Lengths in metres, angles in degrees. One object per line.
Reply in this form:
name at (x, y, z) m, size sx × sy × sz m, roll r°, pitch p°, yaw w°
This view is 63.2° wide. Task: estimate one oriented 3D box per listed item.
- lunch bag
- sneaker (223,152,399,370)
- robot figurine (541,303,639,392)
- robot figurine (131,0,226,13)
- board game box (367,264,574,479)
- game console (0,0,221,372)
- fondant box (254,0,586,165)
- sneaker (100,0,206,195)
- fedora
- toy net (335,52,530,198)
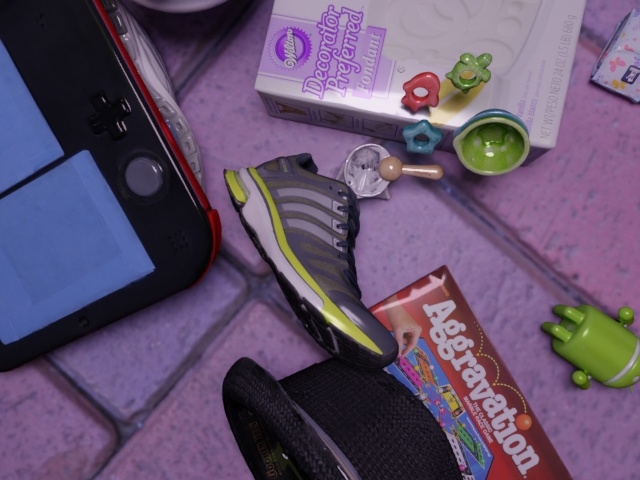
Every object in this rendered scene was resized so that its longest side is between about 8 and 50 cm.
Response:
lunch bag at (0.364, -0.209, 0.599) m, size 0.071 × 0.053 × 0.083 m, roll 29°, pitch 99°, yaw 7°
sneaker at (0.000, 0.000, 0.547) m, size 0.121 × 0.111 × 0.300 m, roll -29°, pitch 56°, yaw -8°
robot figurine at (0.309, 0.117, 0.580) m, size 0.115 × 0.067 × 0.101 m, roll 35°, pitch 88°, yaw 5°
robot figurine at (-0.160, -0.363, 0.532) m, size 0.300 × 0.353 × 0.200 m, roll -10°, pitch 130°, yaw -15°
board game box at (0.156, 0.186, 0.610) m, size 0.145 × 0.027 × 0.281 m, roll -30°, pitch 85°, yaw 1°
game console at (-0.329, -0.050, 0.571) m, size 0.386 × 0.060 × 0.342 m, roll -24°, pitch 103°, yaw 16°
fondant box at (0.114, -0.240, 0.599) m, size 0.330 × 0.096 × 0.238 m, roll 12°, pitch 88°, yaw 6°
sneaker at (-0.204, -0.162, 0.613) m, size 0.111 × 0.129 × 0.297 m, roll -17°, pitch 104°, yaw 10°
fedora at (0.043, 0.238, 0.527) m, size 0.152 × 0.334 × 0.334 m, roll -30°, pitch 85°, yaw -27°
toy net at (0.092, -0.095, 0.551) m, size 0.232 × 0.045 × 0.122 m, roll -22°, pitch 127°, yaw 37°
